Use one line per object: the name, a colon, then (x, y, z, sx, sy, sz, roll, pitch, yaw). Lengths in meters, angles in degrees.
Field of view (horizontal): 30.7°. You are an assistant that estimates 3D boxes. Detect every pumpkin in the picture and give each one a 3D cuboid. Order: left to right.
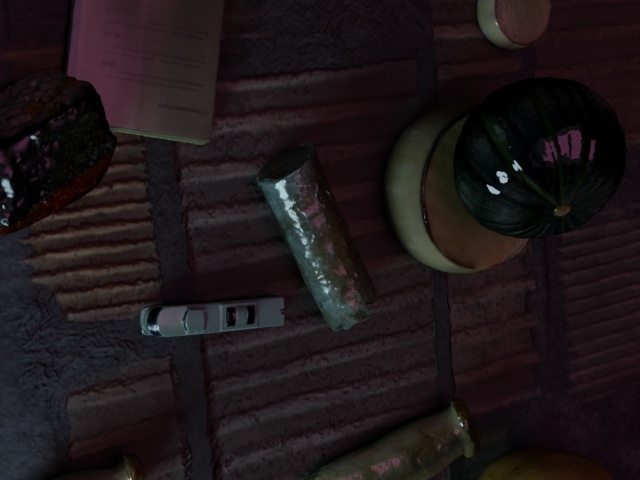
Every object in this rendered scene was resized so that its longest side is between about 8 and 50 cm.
pumpkin: (0.302, -0.117, 1.626, 0.250, 0.216, 0.250, -9, 126, -12)

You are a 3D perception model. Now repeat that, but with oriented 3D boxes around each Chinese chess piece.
Chinese chess piece: (0.215, -0.078, 1.743, 0.257, 0.104, 0.257, -4, 97, -33)
Chinese chess piece: (0.299, -0.357, 1.804, 0.122, 0.051, 0.122, -3, 96, -31)

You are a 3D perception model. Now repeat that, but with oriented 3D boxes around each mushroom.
mushroom: (-0.310, 0.339, 1.447, 0.212, 0.088, 0.097, -27, 119, -35)
mushroom: (0.109, 0.332, 1.733, 0.312, 0.081, 0.100, -23, 104, -25)

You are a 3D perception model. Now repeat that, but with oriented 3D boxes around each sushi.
sushi: (-0.350, -0.101, 1.343, 0.225, 0.136, 0.126, -28, 132, -29)

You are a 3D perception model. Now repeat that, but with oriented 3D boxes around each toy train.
toy train: (-0.143, 0.101, 1.558, 0.207, 0.047, 0.043, -3, 95, -35)

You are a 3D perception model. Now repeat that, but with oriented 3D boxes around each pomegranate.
pomegranate: (0.354, 0.465, 1.800, 0.307, 0.307, 0.307, -4, 97, -33)

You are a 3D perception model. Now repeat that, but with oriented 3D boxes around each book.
book: (-0.219, -0.276, 1.482, 0.215, 0.025, 0.282, 8, 90, -32)

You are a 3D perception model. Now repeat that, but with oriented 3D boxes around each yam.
yam: (0.000, 0.000, 1.619, 0.093, 0.093, 0.259, -35, 113, -26)
